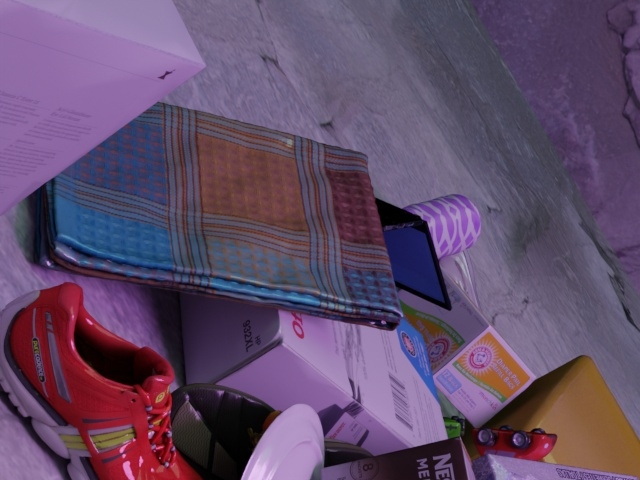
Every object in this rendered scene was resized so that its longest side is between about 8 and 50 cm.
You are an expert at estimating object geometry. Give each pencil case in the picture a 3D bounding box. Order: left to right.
[{"bbox_3d":[0.123,-0.009,2.324,0.206,0.086,0.088,-12,25,-40],"label":"pencil case"}]

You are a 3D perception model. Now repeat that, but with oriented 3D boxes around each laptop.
[{"bbox_3d":[0.000,0.000,2.015,0.234,0.137,0.264,24,22,36],"label":"laptop"}]

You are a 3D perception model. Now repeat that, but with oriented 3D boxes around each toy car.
[{"bbox_3d":[0.150,0.242,2.067,0.225,0.239,0.053,161,-68,-86],"label":"toy car"}]

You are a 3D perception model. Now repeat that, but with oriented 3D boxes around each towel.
[{"bbox_3d":[-0.104,-0.042,1.721,0.370,0.040,0.271,12,41,-21],"label":"towel"}]

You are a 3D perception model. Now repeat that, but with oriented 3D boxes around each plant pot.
[{"bbox_3d":[0.275,0.300,2.175,0.212,0.212,0.187,60,31,5],"label":"plant pot"}]

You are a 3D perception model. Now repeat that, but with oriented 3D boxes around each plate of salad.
[{"bbox_3d":[-0.049,0.243,1.565,0.200,0.048,0.200,13,90,-68],"label":"plate of salad"}]

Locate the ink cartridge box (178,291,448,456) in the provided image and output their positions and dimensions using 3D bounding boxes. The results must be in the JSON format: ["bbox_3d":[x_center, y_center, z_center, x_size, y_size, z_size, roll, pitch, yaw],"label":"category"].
[{"bbox_3d":[-0.007,0.131,1.832,0.307,0.129,0.223,42,25,-37],"label":"ink cartridge box"}]

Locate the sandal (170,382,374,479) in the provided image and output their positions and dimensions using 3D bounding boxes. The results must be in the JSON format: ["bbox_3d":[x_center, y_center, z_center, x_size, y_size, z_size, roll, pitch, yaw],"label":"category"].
[{"bbox_3d":[-0.059,0.216,1.652,0.086,0.120,0.303,25,-4,43],"label":"sandal"}]

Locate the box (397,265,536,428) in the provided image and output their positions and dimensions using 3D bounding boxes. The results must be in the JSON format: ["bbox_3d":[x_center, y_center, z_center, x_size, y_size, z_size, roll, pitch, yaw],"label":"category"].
[{"bbox_3d":[0.174,0.132,2.216,0.114,0.103,0.203,47,4,-30],"label":"box"}]

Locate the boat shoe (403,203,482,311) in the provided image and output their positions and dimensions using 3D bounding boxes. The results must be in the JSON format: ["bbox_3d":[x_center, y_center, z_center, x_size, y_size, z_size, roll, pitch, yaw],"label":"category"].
[{"bbox_3d":[0.162,0.064,2.401,0.088,0.096,0.268,26,45,-64],"label":"boat shoe"}]

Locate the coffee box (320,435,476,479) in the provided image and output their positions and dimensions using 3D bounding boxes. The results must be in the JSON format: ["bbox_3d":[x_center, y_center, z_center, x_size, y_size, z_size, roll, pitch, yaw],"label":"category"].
[{"bbox_3d":[0.089,0.319,1.554,0.098,0.141,0.246,65,15,-55],"label":"coffee box"}]

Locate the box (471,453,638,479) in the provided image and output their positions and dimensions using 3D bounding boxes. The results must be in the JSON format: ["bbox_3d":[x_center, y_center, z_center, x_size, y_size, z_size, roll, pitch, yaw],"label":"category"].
[{"bbox_3d":[0.207,0.316,1.750,0.247,0.163,0.142,14,58,-43],"label":"box"}]

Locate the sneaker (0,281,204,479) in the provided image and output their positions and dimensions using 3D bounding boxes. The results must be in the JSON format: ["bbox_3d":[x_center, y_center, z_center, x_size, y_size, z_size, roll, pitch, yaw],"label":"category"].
[{"bbox_3d":[-0.162,0.152,1.449,0.279,0.118,0.107,51,22,-20],"label":"sneaker"}]

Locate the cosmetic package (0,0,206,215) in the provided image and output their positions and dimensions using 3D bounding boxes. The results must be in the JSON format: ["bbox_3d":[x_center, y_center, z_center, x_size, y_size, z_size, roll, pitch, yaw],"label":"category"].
[{"bbox_3d":[-0.298,-0.117,1.278,0.097,0.284,0.377,64,20,16],"label":"cosmetic package"}]
